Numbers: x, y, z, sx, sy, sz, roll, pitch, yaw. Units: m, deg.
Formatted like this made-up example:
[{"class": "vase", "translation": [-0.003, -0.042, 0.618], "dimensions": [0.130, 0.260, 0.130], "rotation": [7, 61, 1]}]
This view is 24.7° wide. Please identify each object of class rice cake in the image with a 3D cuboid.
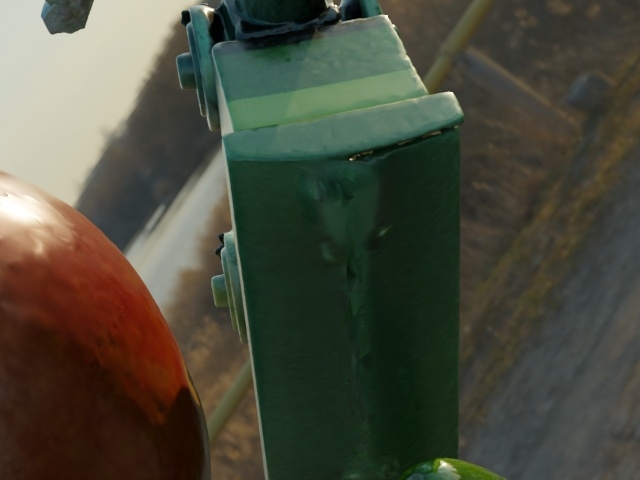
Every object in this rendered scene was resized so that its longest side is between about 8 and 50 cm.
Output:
[{"class": "rice cake", "translation": [-0.200, -0.272, 1.267], "dimensions": [0.085, 0.040, 0.226], "rotation": [100, 178, -49]}]

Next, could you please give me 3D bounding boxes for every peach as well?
[{"class": "peach", "translation": [-0.248, 0.142, 0.754], "dimensions": [0.388, 0.388, 0.388], "rotation": [-54, 7, 10]}]

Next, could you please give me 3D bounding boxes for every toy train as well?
[{"class": "toy train", "translation": [0.000, 0.000, 0.792], "dimensions": [0.202, 0.120, 0.301], "rotation": [-108, 10, -49]}]

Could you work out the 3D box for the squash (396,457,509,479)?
[{"class": "squash", "translation": [0.104, 0.204, 0.729], "dimensions": [0.082, 0.292, 0.082], "rotation": [-15, 43, 14]}]
